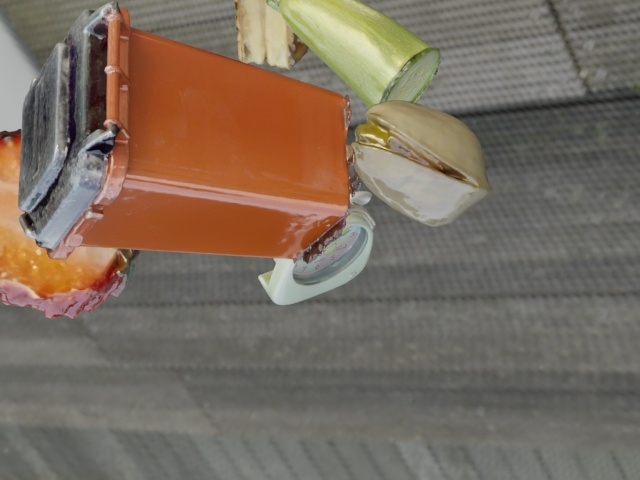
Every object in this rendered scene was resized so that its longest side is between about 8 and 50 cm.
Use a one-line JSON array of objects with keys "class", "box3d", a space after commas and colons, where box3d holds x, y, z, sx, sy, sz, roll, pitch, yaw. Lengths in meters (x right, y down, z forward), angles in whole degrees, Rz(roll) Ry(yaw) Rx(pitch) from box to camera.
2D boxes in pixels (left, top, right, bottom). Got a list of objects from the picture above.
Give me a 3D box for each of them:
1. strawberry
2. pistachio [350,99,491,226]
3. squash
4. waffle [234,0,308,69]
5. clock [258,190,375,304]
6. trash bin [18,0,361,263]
[{"class": "strawberry", "box3d": [-0.285, -0.011, 1.341, 0.237, 0.190, 0.111, 14, 151, -8]}, {"class": "pistachio", "box3d": [0.093, -0.074, 1.350, 0.149, 0.113, 0.113, 20, 153, -38]}, {"class": "squash", "box3d": [0.017, -0.219, 1.507, 0.224, 0.094, 0.094, 38, 147, 24]}, {"class": "waffle", "box3d": [-0.043, -0.397, 1.856, 0.091, 0.213, 0.308, 13, 132, 17]}, {"class": "clock", "box3d": [0.000, 0.000, 1.923, 0.062, 0.152, 0.191, 56, 151, 28]}, {"class": "trash bin", "box3d": [-0.098, -0.073, 1.094, 0.239, 0.161, 0.184, 8, 153, -24]}]
